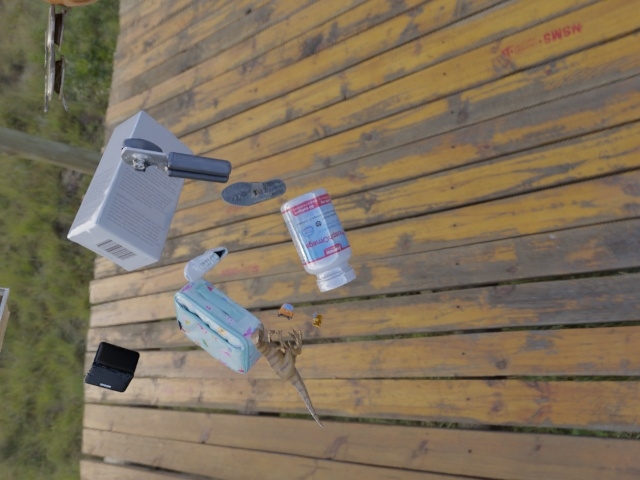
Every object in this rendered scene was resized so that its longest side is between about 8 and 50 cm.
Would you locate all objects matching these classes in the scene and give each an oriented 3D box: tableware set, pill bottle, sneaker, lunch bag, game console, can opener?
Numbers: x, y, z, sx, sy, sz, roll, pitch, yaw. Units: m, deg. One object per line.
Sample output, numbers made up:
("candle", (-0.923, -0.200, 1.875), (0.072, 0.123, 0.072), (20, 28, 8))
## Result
("tableware set", (-0.459, -0.331, 0.892), (0.128, 0.039, 0.194), (-37, 58, 51))
("pill bottle", (0.000, 0.000, 0.848), (0.087, 0.087, 0.160), (-23, 91, 33))
("sneaker", (-0.235, -0.151, 1.706), (0.118, 0.221, 0.083), (-17, 83, 65))
("lunch bag", (-0.289, 0.235, 1.421), (0.279, 0.108, 0.224), (30, 144, 17))
("game console", (-0.609, 0.372, 1.481), (0.107, 0.122, 0.071), (-57, 26, 17))
("sneaker", (-0.312, 0.058, 1.375), (0.061, 0.152, 0.054), (-23, 107, 39))
("can opener", (-0.380, -0.220, 1.344), (0.076, 0.283, 0.095), (126, 145, -57))

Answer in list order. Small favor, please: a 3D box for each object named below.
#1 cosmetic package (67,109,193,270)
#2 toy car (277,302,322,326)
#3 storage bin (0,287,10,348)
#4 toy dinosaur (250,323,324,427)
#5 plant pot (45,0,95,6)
("cosmetic package", (-0.589, -0.160, 1.612), (0.161, 0.230, 0.454), (-17, 50, 32))
("toy car", (-0.050, 0.187, 1.280), (0.122, 0.060, 0.041), (14, 74, 9))
("storage bin", (-0.707, 0.212, 0.868), (0.123, 0.260, 0.262), (131, 141, -53))
("toy dinosaur", (-0.060, 0.227, 0.908), (0.064, 0.112, 0.211), (-26, 110, 32))
("plant pot", (-0.394, -0.508, 0.784), (0.203, 0.290, 0.291), (-17, 71, 51))
